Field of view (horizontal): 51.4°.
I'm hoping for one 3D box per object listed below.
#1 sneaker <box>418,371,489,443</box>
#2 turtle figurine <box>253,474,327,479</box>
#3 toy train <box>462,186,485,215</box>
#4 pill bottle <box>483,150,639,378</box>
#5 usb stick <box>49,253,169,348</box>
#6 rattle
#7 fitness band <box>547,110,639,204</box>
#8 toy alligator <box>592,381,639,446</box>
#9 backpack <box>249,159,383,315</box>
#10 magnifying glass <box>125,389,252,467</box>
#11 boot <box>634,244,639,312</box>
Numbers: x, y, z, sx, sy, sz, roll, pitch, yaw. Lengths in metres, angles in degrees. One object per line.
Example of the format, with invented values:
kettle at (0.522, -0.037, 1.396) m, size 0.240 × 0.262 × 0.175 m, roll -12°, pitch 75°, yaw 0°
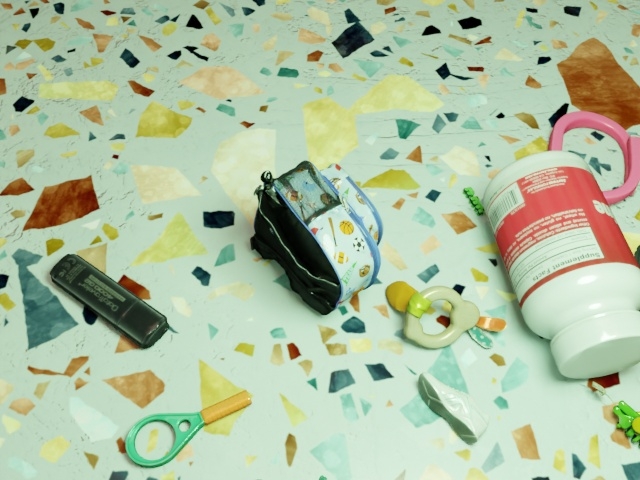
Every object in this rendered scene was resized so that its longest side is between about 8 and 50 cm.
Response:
sneaker at (0.242, 0.297, 1.214) m, size 0.061 × 0.053 × 0.152 m, roll -32°, pitch 67°, yaw -32°
turtle figurine at (-0.079, 0.463, 1.043) m, size 0.234 × 0.118 × 0.175 m, roll -9°, pitch 73°, yaw -28°
toy train at (0.350, -0.089, 1.506) m, size 0.024 × 0.017 × 0.083 m, roll -10°, pitch 55°, yaw -22°
pill bottle at (0.478, 0.044, 1.286) m, size 0.229 × 0.229 × 0.407 m, roll -6°, pitch 56°, yaw -6°
usb stick at (-0.422, 0.117, 1.322) m, size 0.278 × 0.045 × 0.077 m, roll 31°, pitch 66°, yaw 18°
rattle at (0.247, 0.148, 1.328) m, size 0.200 × 0.143 × 0.130 m, roll 3°, pitch 86°, yaw -18°
fitness band at (0.645, -0.196, 1.568) m, size 0.209 × 0.054 × 0.290 m, roll 13°, pitch 54°, yaw 8°
toy alligator at (0.562, 0.332, 1.196) m, size 0.190 × 0.056 × 0.051 m, roll 35°, pitch 101°, yaw 21°
backpack at (0.000, 0.000, 1.304) m, size 0.213 × 0.276 × 0.263 m, roll -27°, pitch 73°, yaw -17°
magnifying glass at (-0.234, 0.329, 1.189) m, size 0.231 × 0.026 × 0.092 m, roll -21°, pitch 58°, yaw -17°
boot at (0.713, 0.101, 1.269) m, size 0.207 × 0.094 × 0.246 m, roll -15°, pitch 46°, yaw 45°
